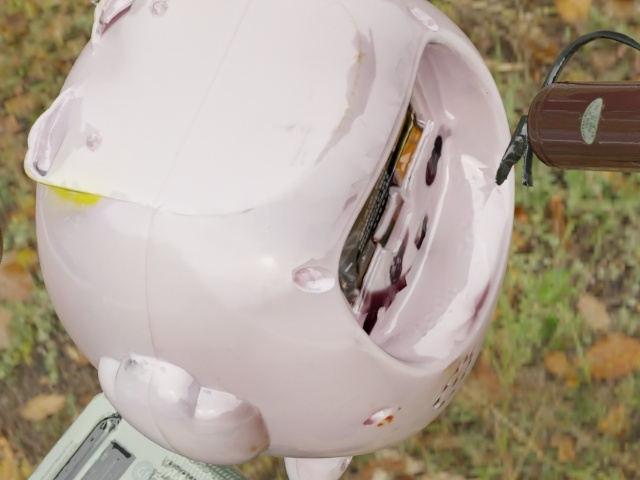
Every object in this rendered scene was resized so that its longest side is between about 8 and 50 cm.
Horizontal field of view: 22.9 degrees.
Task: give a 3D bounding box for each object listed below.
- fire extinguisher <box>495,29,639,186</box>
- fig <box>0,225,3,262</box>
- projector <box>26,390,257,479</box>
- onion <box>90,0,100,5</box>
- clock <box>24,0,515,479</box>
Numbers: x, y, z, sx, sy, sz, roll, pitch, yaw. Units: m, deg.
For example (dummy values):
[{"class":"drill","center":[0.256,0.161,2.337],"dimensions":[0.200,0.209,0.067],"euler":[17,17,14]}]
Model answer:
[{"class":"fire extinguisher","center":[0.143,-0.060,0.730],"dimensions":[0.157,0.045,0.078],"euler":[6,81,55]},{"class":"fig","center":[-0.416,0.026,1.635],"dimensions":[0.160,0.143,0.231],"euler":[42,110,52]},{"class":"projector","center":[-0.111,0.250,1.275],"dimensions":[0.177,0.242,0.163],"euler":[31,79,34]},{"class":"onion","center":[-0.084,-0.290,1.491],"dimensions":[0.313,0.232,0.314],"euler":[17,17,-5]},{"class":"clock","center":[0.000,0.000,1.098],"dimensions":[0.250,0.377,0.368],"euler":[10,64,26]}]
